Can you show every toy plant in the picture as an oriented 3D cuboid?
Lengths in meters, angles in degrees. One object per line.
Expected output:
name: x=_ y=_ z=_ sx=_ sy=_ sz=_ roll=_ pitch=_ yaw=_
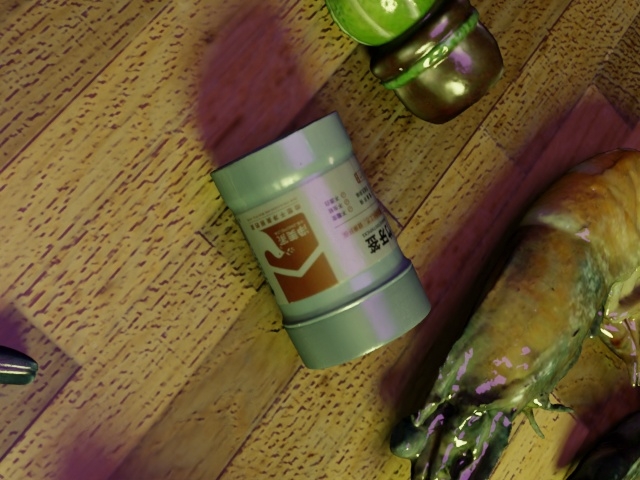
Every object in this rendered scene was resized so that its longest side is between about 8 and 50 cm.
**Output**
toy plant: x=0.063 y=-0.169 z=0.805 sx=0.162 sy=0.093 sz=0.093 roll=48 pitch=63 yaw=-16

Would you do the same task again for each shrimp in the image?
shrimp: x=0.208 y=0.109 z=0.869 sx=0.445 sy=0.085 sz=0.272 roll=-41 pitch=109 yaw=-32

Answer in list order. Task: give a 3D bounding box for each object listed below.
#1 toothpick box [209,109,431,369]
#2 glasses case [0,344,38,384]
toothpick box: x=0.000 y=0.000 z=0.741 sx=0.101 sy=0.101 sz=0.153 roll=-31 pitch=98 yaw=-30
glasses case: x=-0.212 y=0.072 z=0.645 sx=0.083 sy=0.033 sz=0.023 roll=9 pitch=68 yaw=-30
